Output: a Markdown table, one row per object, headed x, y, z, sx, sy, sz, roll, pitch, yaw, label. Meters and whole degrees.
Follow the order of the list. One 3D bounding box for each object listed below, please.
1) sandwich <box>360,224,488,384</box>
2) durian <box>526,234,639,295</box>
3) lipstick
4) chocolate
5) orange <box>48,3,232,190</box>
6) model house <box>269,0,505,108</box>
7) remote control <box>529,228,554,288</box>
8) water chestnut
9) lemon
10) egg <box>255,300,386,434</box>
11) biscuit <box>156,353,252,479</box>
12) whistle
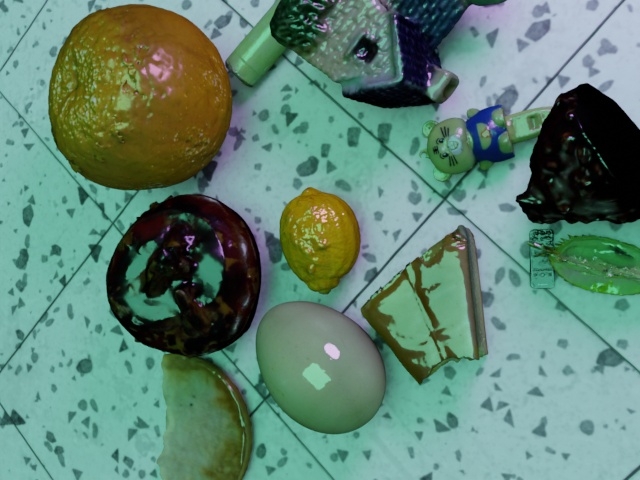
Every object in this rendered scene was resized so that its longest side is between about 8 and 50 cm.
| x | y | z | sx | sy | sz | roll | pitch | yaw | label |
| --- | --- | --- | --- | --- | --- | --- | --- | --- | --- |
| 0.207 | 0.110 | 1.056 | 0.220 | 0.108 | 0.186 | -44 | 72 | 11 | sandwich |
| 0.416 | 0.033 | 0.977 | 0.215 | 0.100 | 0.086 | 11 | 88 | 16 | durian |
| -0.057 | -0.417 | 1.214 | 0.304 | 0.076 | 0.076 | -45 | 72 | 12 | lipstick |
| 0.373 | -0.099 | 0.975 | 0.177 | 0.224 | 0.207 | -38 | 47 | 40 | chocolate |
| -0.320 | -0.254 | 1.197 | 0.340 | 0.293 | 0.341 | -4 | 84 | 39 | orange |
| 0.128 | -0.364 | 1.049 | 0.284 | 0.243 | 0.298 | 43 | 112 | 16 | model house |
| 0.356 | 0.029 | 1.049 | 0.039 | 0.014 | 0.096 | -1 | 85 | 22 | remote control |
| -0.246 | 0.059 | 1.156 | 0.299 | 0.300 | 0.300 | -1 | 86 | 22 | water chestnut |
| 0.000 | 0.000 | 1.128 | 0.142 | 0.142 | 0.187 | -9 | 86 | 21 | lemon |
| -0.005 | 0.205 | 1.091 | 0.253 | 0.188 | 0.189 | 44 | 103 | 23 | egg |
| -0.222 | 0.373 | 1.249 | 0.204 | 0.040 | 0.309 | -1 | 87 | 23 | biscuit |
| 0.269 | -0.167 | 1.058 | 0.227 | 0.085 | 0.105 | -14 | 91 | 21 | whistle |
